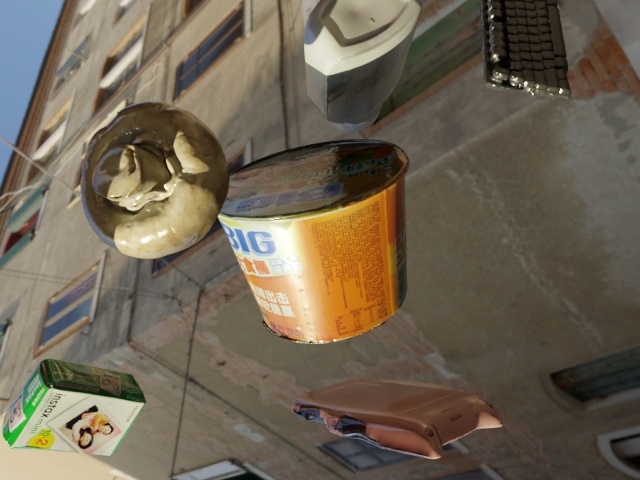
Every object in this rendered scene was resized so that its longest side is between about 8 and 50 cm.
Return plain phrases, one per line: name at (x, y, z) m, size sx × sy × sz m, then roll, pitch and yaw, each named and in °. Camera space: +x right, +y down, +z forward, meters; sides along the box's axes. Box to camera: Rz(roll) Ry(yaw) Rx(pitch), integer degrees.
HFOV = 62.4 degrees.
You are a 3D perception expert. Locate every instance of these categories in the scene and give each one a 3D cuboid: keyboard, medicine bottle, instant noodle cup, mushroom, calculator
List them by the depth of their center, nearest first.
keyboard at (0.147, -0.184, 0.392) m, size 0.060 × 0.018 × 0.196 m, roll 7°, pitch -117°, yaw -3°
mushroom at (-0.180, -0.065, 0.559) m, size 0.127 × 0.166 × 0.166 m, roll 33°, pitch -143°, yaw -68°
instant noodle cup at (0.000, 0.000, 0.768) m, size 0.296 × 0.296 × 0.214 m, roll -56°, pitch -41°, yaw -56°
medicine bottle at (0.056, -0.268, 0.806) m, size 0.111 × 0.161 × 0.296 m, roll 54°, pitch 176°, yaw 9°
calculator at (0.098, 0.262, 0.838) m, size 0.220 × 0.329 × 0.048 m, roll -5°, pitch -91°, yaw -41°

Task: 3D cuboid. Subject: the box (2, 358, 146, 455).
box at (-0.535, 0.371, 1.161) m, size 0.250 × 0.180 × 0.103 m, roll 27°, pitch -172°, yaw -45°
